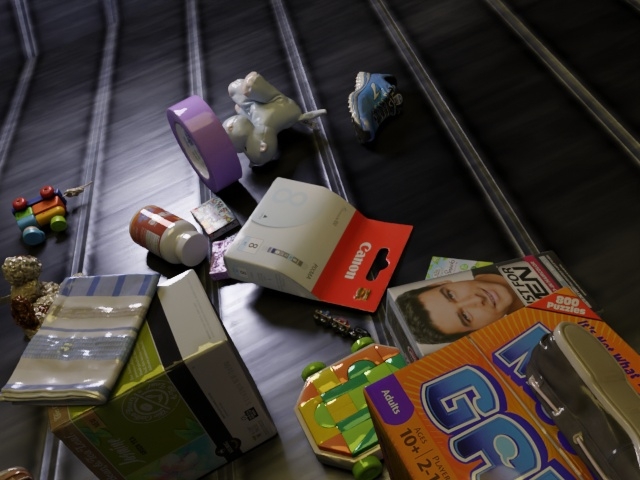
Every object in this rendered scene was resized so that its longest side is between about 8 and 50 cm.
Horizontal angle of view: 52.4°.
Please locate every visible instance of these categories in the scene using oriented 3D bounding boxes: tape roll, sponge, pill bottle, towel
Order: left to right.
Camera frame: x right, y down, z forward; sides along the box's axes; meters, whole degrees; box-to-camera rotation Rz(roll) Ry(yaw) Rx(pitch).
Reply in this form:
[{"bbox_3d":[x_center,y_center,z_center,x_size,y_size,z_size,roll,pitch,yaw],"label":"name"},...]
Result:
[{"bbox_3d":[-0.420,0.166,1.153,0.209,0.034,0.285,-3,44,16],"label":"towel"},{"bbox_3d":[-0.405,-0.010,1.746,0.216,0.121,0.121,23,56,35],"label":"pill bottle"},{"bbox_3d":[-0.337,-0.279,1.888,0.090,0.275,0.275,-32,45,-15],"label":"tape roll"},{"bbox_3d":[-0.180,0.038,1.690,0.210,0.031,0.117,-10,44,8],"label":"sponge"}]

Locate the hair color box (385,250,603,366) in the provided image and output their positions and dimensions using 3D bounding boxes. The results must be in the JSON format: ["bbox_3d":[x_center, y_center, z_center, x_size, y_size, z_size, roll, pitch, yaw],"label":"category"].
[{"bbox_3d":[0.337,0.154,1.298,0.374,0.113,0.185,-13,42,-11],"label":"hair color box"}]

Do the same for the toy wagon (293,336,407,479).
[{"bbox_3d":[0.123,0.304,1.292,0.344,0.068,0.267,-26,44,-9],"label":"toy wagon"}]

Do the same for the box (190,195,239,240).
[{"bbox_3d":[-0.300,-0.065,1.838,0.094,0.027,0.137,-32,45,-14],"label":"box"}]

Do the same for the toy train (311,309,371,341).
[{"bbox_3d":[0.047,0.191,1.463,0.158,0.027,0.036,21,51,33],"label":"toy train"}]

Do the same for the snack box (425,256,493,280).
[{"bbox_3d":[0.314,0.090,1.475,0.141,0.037,0.100,6,47,23],"label":"snack box"}]

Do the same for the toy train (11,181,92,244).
[{"bbox_3d":[-0.799,-0.089,1.976,0.248,0.105,0.143,-25,54,-8],"label":"toy train"}]

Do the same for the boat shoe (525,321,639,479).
[{"bbox_3d":[0.351,0.247,0.754,0.112,0.095,0.335,9,39,-28],"label":"boat shoe"}]

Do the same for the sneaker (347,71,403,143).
[{"bbox_3d":[0.172,-0.419,1.980,0.147,0.130,0.330,-3,44,18],"label":"sneaker"}]

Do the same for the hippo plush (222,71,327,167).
[{"bbox_3d":[-0.186,-0.336,1.996,0.294,0.234,0.236,29,70,-11],"label":"hippo plush"}]

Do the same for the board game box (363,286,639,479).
[{"bbox_3d":[0.320,0.364,0.955,0.356,0.356,0.356,-25,44,-8],"label":"board game box"}]

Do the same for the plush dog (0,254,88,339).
[{"bbox_3d":[-0.670,0.182,1.591,0.210,0.262,0.225,-58,37,5],"label":"plush dog"}]

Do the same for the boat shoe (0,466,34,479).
[{"bbox_3d":[-0.663,0.584,1.229,0.116,0.123,0.324,27,65,29],"label":"boat shoe"}]

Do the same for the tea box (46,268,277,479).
[{"bbox_3d":[-0.303,0.291,1.250,0.323,0.329,0.220,-27,43,-9],"label":"tea box"}]

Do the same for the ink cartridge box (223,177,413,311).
[{"bbox_3d":[0.000,0.000,1.602,0.385,0.091,0.308,12,47,21],"label":"ink cartridge box"}]
